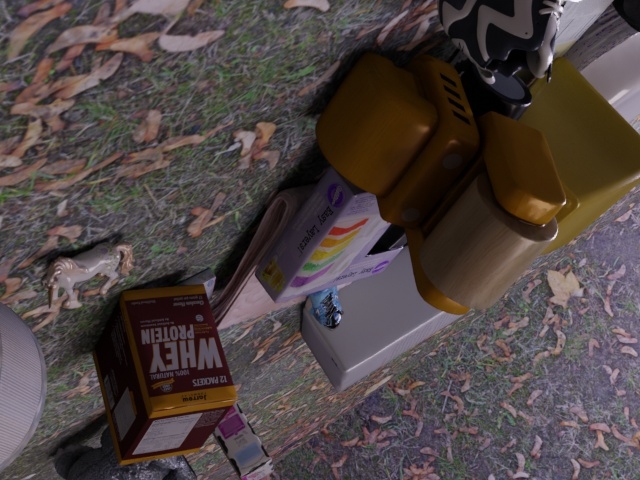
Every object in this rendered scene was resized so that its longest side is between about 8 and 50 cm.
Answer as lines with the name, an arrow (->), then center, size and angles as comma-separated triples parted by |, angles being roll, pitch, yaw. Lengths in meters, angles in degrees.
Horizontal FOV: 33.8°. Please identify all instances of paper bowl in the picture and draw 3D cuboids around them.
paper bowl -> 0.436, -0.257, 1.672 | 0.284, 0.148, 0.284 | -32, 164, -10

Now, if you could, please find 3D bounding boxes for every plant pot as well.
plant pot -> 0.311, -0.096, 1.494 | 0.187, 0.212, 0.212 | -35, 170, -48

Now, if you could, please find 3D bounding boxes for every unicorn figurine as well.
unicorn figurine -> -0.299, 0.042, 1.299 | 0.162, 0.060, 0.111 | -42, 170, -35

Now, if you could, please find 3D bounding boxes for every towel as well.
towel -> 0.000, 0.000, 1.696 | 0.332, 0.053, 0.317 | -17, 153, -43

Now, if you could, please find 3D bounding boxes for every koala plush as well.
koala plush -> -0.378, 0.415, 1.961 | 0.221, 0.196, 0.203 | -31, 151, -9

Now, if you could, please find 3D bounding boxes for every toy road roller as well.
toy road roller -> 0.131, -0.093, 1.301 | 0.240, 0.329, 0.202 | 17, 130, -24

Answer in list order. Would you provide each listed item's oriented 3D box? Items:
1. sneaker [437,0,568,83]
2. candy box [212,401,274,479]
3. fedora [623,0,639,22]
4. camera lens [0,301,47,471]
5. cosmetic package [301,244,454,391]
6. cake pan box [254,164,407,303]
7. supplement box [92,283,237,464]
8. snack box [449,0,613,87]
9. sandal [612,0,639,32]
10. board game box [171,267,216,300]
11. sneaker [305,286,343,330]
sneaker -> 0.265, -0.262, 1.210 | 0.235, 0.153, 0.094 | -23, 161, 6
candy box -> -0.181, 0.359, 2.060 | 0.071, 0.233, 0.159 | -31, 162, -11
fedora -> 0.465, -0.421, 1.259 | 0.334, 0.152, 0.334 | -33, 161, -13
camera lens -> -0.409, 0.130, 1.038 | 0.219, 0.219, 0.274 | -32, 163, -7
cosmetic package -> 0.190, 0.119, 2.204 | 0.453, 0.161, 0.230 | -31, 166, -12
cake pan box -> 0.060, -0.027, 1.567 | 0.267, 0.070, 0.246 | -13, 150, -47
supplement box -> -0.234, 0.197, 1.552 | 0.129, 0.191, 0.194 | -4, 150, -29
snack box -> 0.268, -0.260, 1.495 | 0.187, 0.060, 0.322 | -19, 157, -42
sandal -> 0.583, -0.451, 1.408 | 0.446, 0.167, 0.107 | -40, 145, 18
board game box -> -0.208, 0.087, 1.633 | 0.090, 0.020, 0.090 | -26, 161, -22
sneaker -> 0.015, 0.104, 1.766 | 0.063, 0.073, 0.162 | -32, 159, -10
